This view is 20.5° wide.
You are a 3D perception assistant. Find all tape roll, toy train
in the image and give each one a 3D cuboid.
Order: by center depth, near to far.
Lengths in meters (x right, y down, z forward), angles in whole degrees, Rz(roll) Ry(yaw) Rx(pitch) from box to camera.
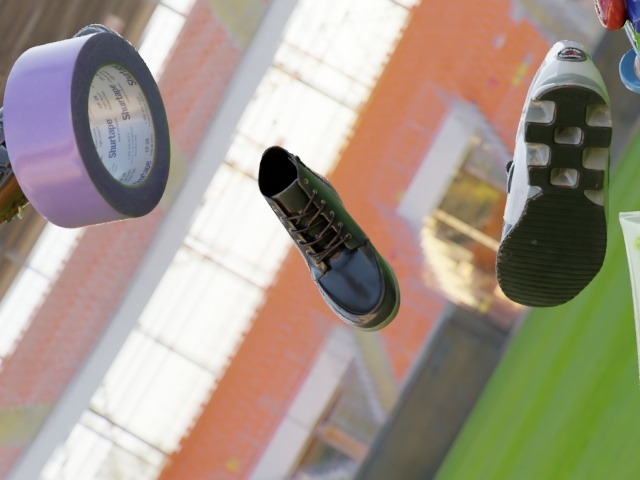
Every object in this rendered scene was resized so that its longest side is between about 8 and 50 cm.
[{"bbox_3d":[0.275,-0.254,1.611,0.143,0.105,0.248,72,180,-54],"label":"toy train"},{"bbox_3d":[-0.231,-0.109,1.775,0.189,0.080,0.189,33,-128,-57],"label":"tape roll"}]

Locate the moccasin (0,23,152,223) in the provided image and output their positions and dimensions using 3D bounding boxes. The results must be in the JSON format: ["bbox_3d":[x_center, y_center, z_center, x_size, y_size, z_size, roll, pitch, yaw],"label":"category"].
[{"bbox_3d":[-0.377,-0.114,2.334,0.380,0.139,0.147,-49,-40,-8],"label":"moccasin"}]

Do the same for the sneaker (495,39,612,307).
[{"bbox_3d":[0.272,-0.075,2.005,0.146,0.122,0.330,-80,-2,-52],"label":"sneaker"}]

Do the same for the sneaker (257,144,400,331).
[{"bbox_3d":[0.000,0.000,1.922,0.083,0.222,0.118,-38,-34,8],"label":"sneaker"}]

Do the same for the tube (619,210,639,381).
[{"bbox_3d":[0.289,0.055,1.445,0.062,0.070,0.240,-52,19,41],"label":"tube"}]
